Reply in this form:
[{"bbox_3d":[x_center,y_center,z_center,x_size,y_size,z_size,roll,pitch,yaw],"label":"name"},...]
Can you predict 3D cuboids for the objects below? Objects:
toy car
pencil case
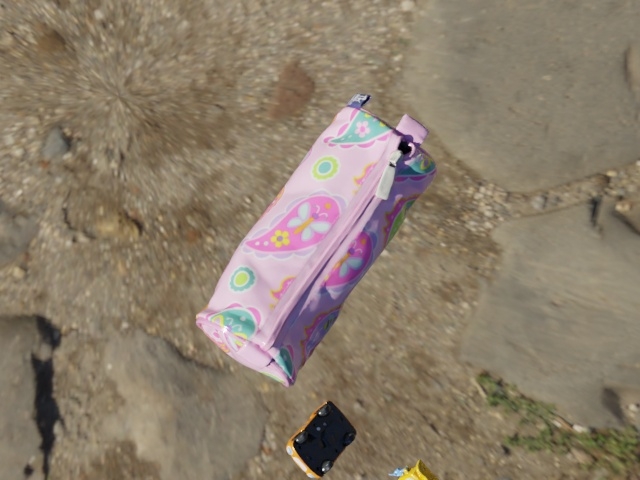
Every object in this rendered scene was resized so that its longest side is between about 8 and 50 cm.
[{"bbox_3d":[0.024,0.168,0.868,0.122,0.040,0.060,37,47,-17],"label":"toy car"},{"bbox_3d":[0.000,0.000,1.166,0.124,0.124,0.284,39,78,-12],"label":"pencil case"}]
